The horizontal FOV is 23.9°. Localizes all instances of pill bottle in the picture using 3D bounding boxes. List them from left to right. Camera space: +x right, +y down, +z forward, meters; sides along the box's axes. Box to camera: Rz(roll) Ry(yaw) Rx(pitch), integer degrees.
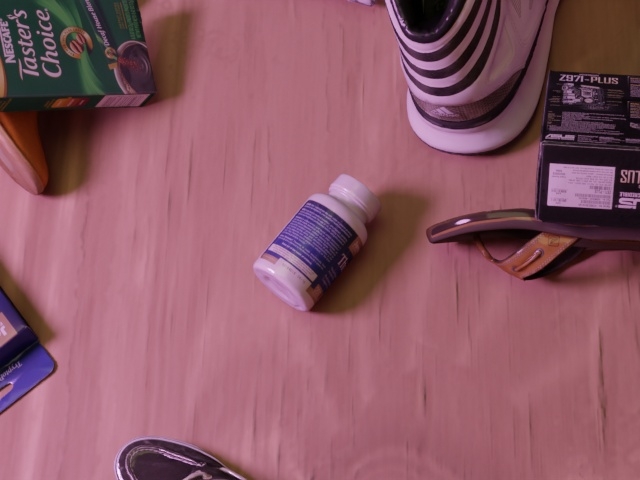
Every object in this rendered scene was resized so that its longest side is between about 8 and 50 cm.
[{"bbox_3d":[0.000,0.000,1.374,0.067,0.067,0.120,32,74,28],"label":"pill bottle"}]

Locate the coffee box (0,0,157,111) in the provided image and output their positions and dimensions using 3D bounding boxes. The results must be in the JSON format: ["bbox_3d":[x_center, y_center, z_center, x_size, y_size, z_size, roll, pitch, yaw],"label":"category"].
[{"bbox_3d":[-0.258,-0.185,1.484,0.184,0.040,0.113,-4,75,-34],"label":"coffee box"}]

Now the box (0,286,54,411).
[{"bbox_3d":[-0.364,0.080,1.446,0.136,0.036,0.225,-38,60,-8],"label":"box"}]

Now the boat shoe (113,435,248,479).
[{"bbox_3d":[-0.090,0.222,1.273,0.219,0.070,0.078,27,71,26],"label":"boat shoe"}]

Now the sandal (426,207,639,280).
[{"bbox_3d":[0.200,0.007,1.322,0.219,0.090,0.060,4,85,9],"label":"sandal"}]

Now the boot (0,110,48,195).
[{"bbox_3d":[-0.283,-0.205,1.550,0.211,0.104,0.295,-29,70,-18],"label":"boot"}]

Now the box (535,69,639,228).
[{"bbox_3d":[0.277,-0.077,1.291,0.180,0.077,0.147,4,31,9],"label":"box"}]

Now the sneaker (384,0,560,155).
[{"bbox_3d":[0.161,-0.327,1.403,0.169,0.257,0.447,5,63,17],"label":"sneaker"}]

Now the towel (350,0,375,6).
[{"bbox_3d":[0.001,-0.399,1.565,0.235,0.121,0.283,16,67,22],"label":"towel"}]
